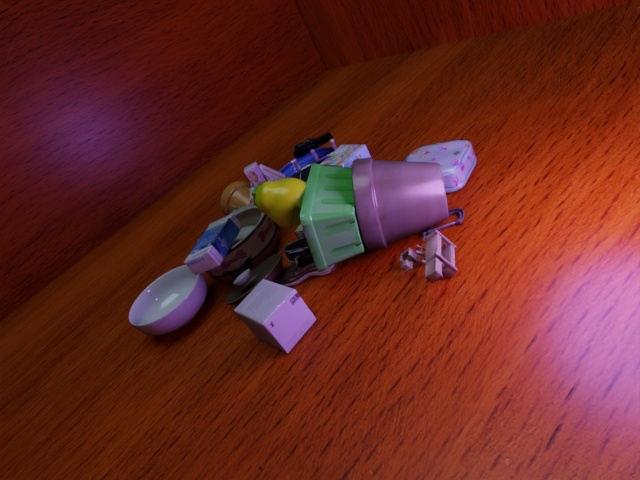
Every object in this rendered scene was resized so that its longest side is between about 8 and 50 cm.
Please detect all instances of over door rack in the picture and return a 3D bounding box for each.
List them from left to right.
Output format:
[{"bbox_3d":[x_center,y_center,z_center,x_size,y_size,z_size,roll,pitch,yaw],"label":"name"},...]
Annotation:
[{"bbox_3d":[-0.015,-0.380,2.070,0.240,0.108,0.324,-27,31,8],"label":"over door rack"}]

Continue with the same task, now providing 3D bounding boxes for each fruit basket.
[{"bbox_3d":[-0.040,-0.100,1.492,0.393,0.282,0.391,-12,37,9],"label":"fruit basket"}]

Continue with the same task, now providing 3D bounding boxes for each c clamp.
[{"bbox_3d":[0.418,-0.056,1.459,0.161,0.022,0.137,-24,26,15],"label":"c clamp"}]

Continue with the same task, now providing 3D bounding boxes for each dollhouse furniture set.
[{"bbox_3d":[0.322,0.093,1.289,0.161,0.101,0.181,-40,21,38],"label":"dollhouse furniture set"}]

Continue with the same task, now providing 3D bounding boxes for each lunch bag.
[{"bbox_3d":[0.443,-0.275,1.664,0.279,0.107,0.224,0,47,43],"label":"lunch bag"}]

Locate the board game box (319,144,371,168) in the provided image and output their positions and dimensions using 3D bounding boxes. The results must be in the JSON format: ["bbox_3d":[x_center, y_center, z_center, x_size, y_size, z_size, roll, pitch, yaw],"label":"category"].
[{"bbox_3d":[0.141,-0.225,1.692,0.144,0.275,0.142,-45,33,-22],"label":"board game box"}]

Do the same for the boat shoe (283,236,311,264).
[{"bbox_3d":[0.000,0.000,1.658,0.302,0.102,0.108,-22,32,15],"label":"boat shoe"}]

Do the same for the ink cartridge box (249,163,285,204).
[{"bbox_3d":[-0.256,-0.240,2.083,0.092,0.159,0.217,-26,58,40],"label":"ink cartridge box"}]

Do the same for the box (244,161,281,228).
[{"bbox_3d":[-0.236,-0.203,1.941,0.067,0.323,0.063,-28,28,5],"label":"box"}]

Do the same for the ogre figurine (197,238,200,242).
[{"bbox_3d":[-0.535,0.027,2.072,0.097,0.118,0.197,8,47,47],"label":"ogre figurine"}]

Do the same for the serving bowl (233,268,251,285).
[{"bbox_3d":[-0.297,0.147,1.655,0.083,0.027,0.083,-37,14,10],"label":"serving bowl"}]

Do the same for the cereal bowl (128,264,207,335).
[{"bbox_3d":[-0.607,0.263,1.771,0.339,0.141,0.338,-22,32,15],"label":"cereal bowl"}]

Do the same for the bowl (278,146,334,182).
[{"bbox_3d":[-0.070,-0.353,2.256,0.392,0.077,0.391,-22,32,15],"label":"bowl"}]

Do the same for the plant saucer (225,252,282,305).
[{"bbox_3d":[-0.246,0.155,1.640,0.278,0.041,0.278,-38,13,10],"label":"plant saucer"}]

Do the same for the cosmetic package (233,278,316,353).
[{"bbox_3d":[-0.147,0.241,1.389,0.184,0.151,0.151,11,51,49],"label":"cosmetic package"}]

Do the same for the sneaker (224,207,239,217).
[{"bbox_3d":[-0.451,-0.100,2.121,0.064,0.192,0.086,-7,45,-37],"label":"sneaker"}]

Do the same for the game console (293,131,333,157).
[{"bbox_3d":[-0.058,-0.480,2.174,0.213,0.043,0.361,-28,6,16],"label":"game console"}]

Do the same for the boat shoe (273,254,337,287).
[{"bbox_3d":[-0.071,0.095,1.590,0.258,0.095,0.095,-21,32,17],"label":"boat shoe"}]

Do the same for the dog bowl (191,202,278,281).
[{"bbox_3d":[-0.366,0.013,1.890,0.408,0.150,0.407,-27,27,16],"label":"dog bowl"}]

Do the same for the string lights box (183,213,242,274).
[{"bbox_3d":[-0.423,0.011,1.705,0.134,0.076,0.259,-20,30,27],"label":"string lights box"}]

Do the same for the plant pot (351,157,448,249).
[{"bbox_3d":[0.275,-0.143,1.446,0.281,0.323,0.323,-10,36,15],"label":"plant pot"}]

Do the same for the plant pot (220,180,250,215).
[{"bbox_3d":[-0.371,-0.179,2.173,0.188,0.205,0.205,29,64,39],"label":"plant pot"}]

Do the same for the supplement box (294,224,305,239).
[{"bbox_3d":[-0.049,-0.043,1.807,0.083,0.056,0.083,-4,40,37],"label":"supplement box"}]
